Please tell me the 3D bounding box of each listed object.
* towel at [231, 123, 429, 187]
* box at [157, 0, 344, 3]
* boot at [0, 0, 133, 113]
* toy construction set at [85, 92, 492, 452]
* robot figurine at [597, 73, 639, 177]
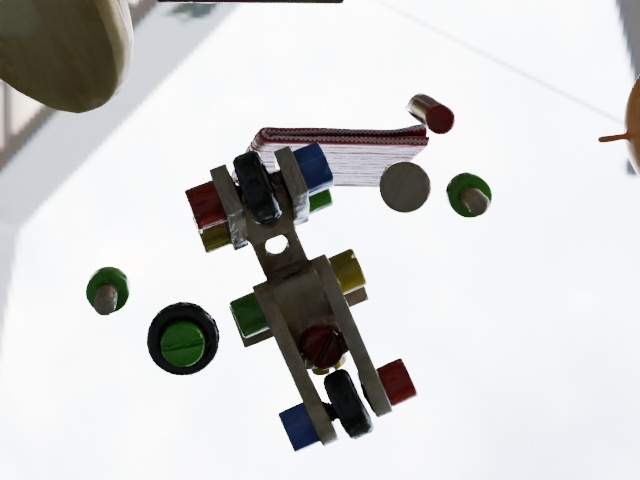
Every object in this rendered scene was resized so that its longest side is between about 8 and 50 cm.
[{"bbox_3d":[0.005,-0.099,1.881,0.275,0.199,0.031,139,-50,-77],"label":"towel"},{"bbox_3d":[-0.067,-0.317,1.296,0.167,0.169,0.203,109,-31,-41],"label":"box"},{"bbox_3d":[-0.100,-0.211,0.577,0.104,0.211,0.295,-24,-78,46],"label":"boot"},{"bbox_3d":[0.000,0.000,1.357,0.309,0.257,0.237,-47,-169,6],"label":"toy construction set"},{"bbox_3d":[0.318,-0.090,1.180,0.158,0.219,0.128,59,-34,31],"label":"robot figurine"}]
